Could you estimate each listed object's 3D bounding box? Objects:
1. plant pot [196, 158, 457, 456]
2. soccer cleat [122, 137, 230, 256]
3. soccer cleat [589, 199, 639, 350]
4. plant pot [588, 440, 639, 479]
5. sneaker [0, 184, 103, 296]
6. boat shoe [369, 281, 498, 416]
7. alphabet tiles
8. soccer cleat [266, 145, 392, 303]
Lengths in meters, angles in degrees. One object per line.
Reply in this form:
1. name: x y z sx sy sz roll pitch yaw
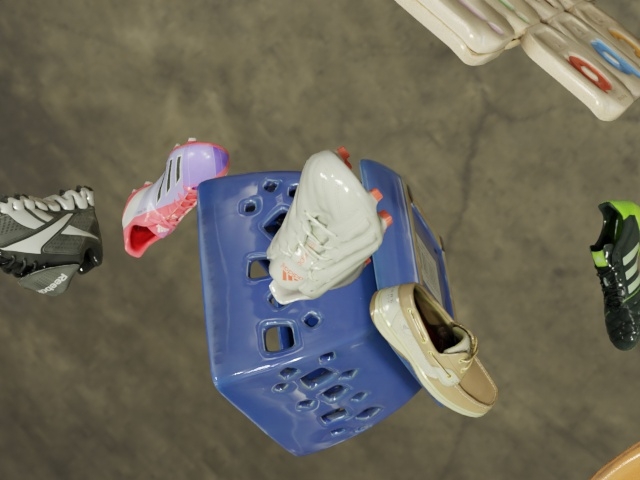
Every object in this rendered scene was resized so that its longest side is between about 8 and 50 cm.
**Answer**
1. plant pot: 0.019 0.062 1.420 0.212 0.236 0.236 -15 150 14
2. soccer cleat: -0.195 -0.056 1.863 0.083 0.095 0.248 21 150 -27
3. soccer cleat: 0.346 0.039 1.629 0.060 0.072 0.179 -8 76 52
4. plant pot: 0.223 0.237 0.579 0.203 0.291 0.291 29 153 -28
5. sneaker: -0.294 0.008 1.403 0.078 0.234 0.106 -23 86 29
6. boat shoe: 0.095 0.084 1.064 0.045 0.050 0.135 -28 118 40
7. alphabet tiles: 0.085 -0.174 0.840 0.278 0.284 0.021 41 116 8
8. soccer cleat: 0.000 0.000 0.938 0.068 0.076 0.196 53 168 14
